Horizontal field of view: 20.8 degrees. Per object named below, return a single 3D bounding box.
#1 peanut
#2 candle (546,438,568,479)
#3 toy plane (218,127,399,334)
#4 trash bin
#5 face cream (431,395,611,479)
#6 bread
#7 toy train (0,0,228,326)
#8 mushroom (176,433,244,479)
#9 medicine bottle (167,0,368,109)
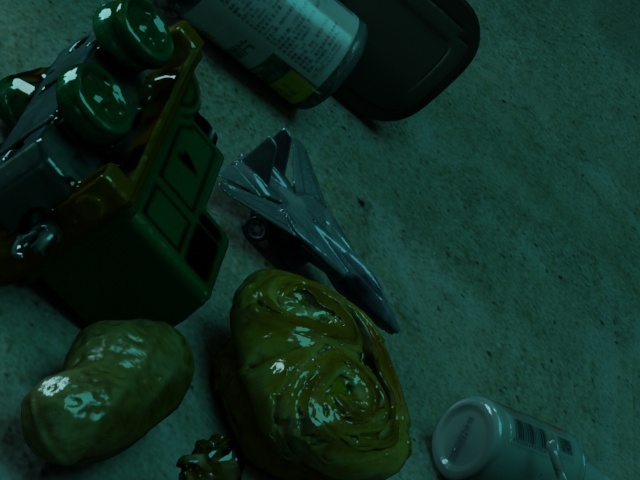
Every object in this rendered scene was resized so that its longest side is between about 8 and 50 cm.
[{"bbox_3d":[-0.186,0.130,1.516,0.108,0.095,0.226,60,29,-6],"label":"peanut"},{"bbox_3d":[0.287,0.364,1.801,0.187,0.187,0.330,27,33,-34],"label":"candle"},{"bbox_3d":[-0.009,0.006,1.960,0.267,0.088,0.212,56,28,-2],"label":"toy plane"},{"bbox_3d":[0.084,-0.318,2.375,0.220,0.219,0.250,40,22,-18],"label":"trash bin"},{"bbox_3d":[0.243,0.254,1.973,0.251,0.101,0.101,24,35,-39],"label":"face cream"},{"bbox_3d":[-0.006,0.143,1.735,0.198,0.120,0.236,22,38,-39],"label":"bread"},{"bbox_3d":[-0.194,-0.068,1.691,0.249,0.178,0.429,49,26,-19],"label":"toy train"},{"bbox_3d":[0.018,0.361,1.418,0.331,0.356,0.334,-72,154,-62],"label":"mushroom"},{"bbox_3d":[-0.089,-0.300,2.168,0.293,0.141,0.141,38,29,-20],"label":"medicine bottle"}]
